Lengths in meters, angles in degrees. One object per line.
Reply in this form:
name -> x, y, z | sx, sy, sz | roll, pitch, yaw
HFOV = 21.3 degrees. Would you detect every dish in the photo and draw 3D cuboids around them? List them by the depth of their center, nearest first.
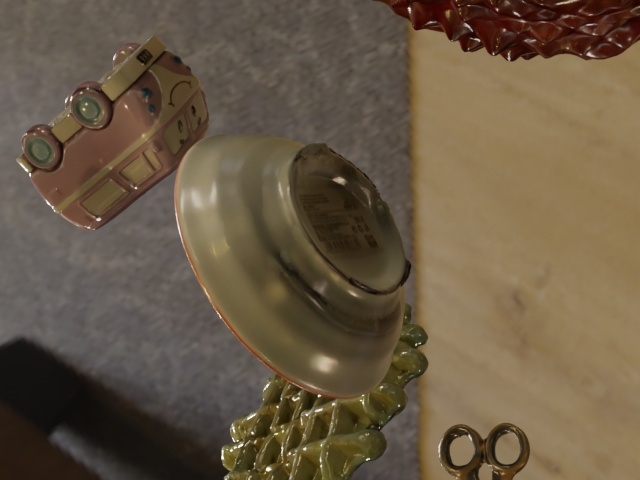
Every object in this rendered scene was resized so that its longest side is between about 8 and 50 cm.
dish -> 0.000, 0.000, 1.443 | 0.085, 0.260, 0.260 | -36, 87, 30

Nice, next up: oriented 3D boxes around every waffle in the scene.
waffle -> -0.001, 0.179, 1.803 | 0.056, 0.309, 0.292 | 38, 100, -17

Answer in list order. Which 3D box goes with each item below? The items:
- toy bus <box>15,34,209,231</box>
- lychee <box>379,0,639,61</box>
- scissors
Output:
toy bus -> -0.227, -0.122, 1.920 | 0.202, 0.142, 0.142 | -35, 101, 35
lychee -> 0.219, -0.369, 1.402 | 0.500, 0.424, 0.424 | -30, 92, -2
scissors -> 0.150, 0.277, 1.555 | 0.088, 0.017, 0.220 | -5, 75, 22
